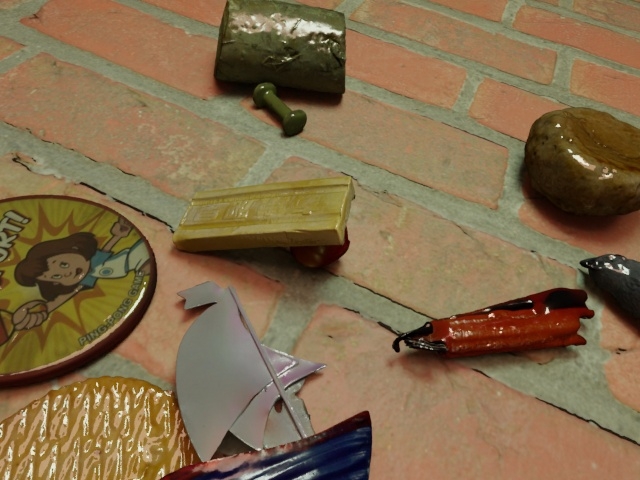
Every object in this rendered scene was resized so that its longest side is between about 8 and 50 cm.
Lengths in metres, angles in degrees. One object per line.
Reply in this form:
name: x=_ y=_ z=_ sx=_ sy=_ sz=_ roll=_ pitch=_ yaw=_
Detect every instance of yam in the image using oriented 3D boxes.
yam: x=-0.074 y=-0.374 z=0.834 sx=0.267 sy=0.161 sz=0.161 roll=6 pitch=52 yaw=-7

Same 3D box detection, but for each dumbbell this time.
dumbbell: x=-0.076 y=-0.246 z=0.802 sx=0.052 sy=0.046 sz=0.118 roll=-28 pitch=61 yaw=-32

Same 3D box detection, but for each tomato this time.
tomato: x=0.000 y=0.000 z=0.604 sx=0.075 sy=0.087 sz=0.087 roll=48 pitch=56 yaw=-9

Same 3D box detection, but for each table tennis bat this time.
table tennis bat: x=-0.418 y=0.045 z=0.531 sx=0.413 sy=0.051 sz=0.268 roll=5 pitch=52 yaw=-8

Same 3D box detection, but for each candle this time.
candle: x=0.233 y=0.111 z=0.567 sx=0.301 sy=0.059 sz=0.084 roll=-5 pitch=42 yaw=-14

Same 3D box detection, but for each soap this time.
soap: x=-0.081 y=-0.033 z=0.580 sx=0.251 sy=0.037 sz=0.092 roll=-3 pitch=49 yaw=22

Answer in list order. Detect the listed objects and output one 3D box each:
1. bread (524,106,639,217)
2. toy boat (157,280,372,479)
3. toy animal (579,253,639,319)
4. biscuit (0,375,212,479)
bread: x=0.462 y=-0.129 z=0.744 sx=0.229 sy=0.123 sz=0.230 roll=5 pitch=47 yaw=-6
toy boat: x=-0.088 y=0.163 z=0.456 sx=0.318 sy=0.072 sz=0.219 roll=39 pitch=38 yaw=19
toy animal: x=0.473 y=0.097 z=0.615 sx=0.209 sy=0.121 sz=0.117 roll=22 pitch=96 yaw=29
biscuit: x=-0.224 y=0.253 z=0.404 sx=0.253 sy=0.035 sz=0.254 roll=4 pitch=54 yaw=-6
